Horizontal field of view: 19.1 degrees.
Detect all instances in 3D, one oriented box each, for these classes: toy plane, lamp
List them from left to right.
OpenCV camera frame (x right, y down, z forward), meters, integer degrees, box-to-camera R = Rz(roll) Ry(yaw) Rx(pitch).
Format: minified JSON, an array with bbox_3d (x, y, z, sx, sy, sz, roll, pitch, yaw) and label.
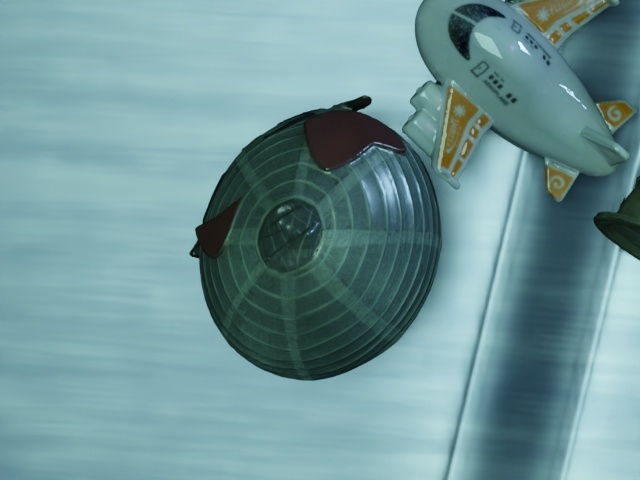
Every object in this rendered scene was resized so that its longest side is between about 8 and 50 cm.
[{"bbox_3d":[0.000,0.000,1.792,0.233,0.233,0.265,42,93,6],"label":"lamp"},{"bbox_3d":[0.191,-0.149,1.800,0.244,0.117,0.245,0,88,-9],"label":"toy plane"}]

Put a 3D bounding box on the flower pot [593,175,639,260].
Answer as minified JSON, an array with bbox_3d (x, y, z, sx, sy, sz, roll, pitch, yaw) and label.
[{"bbox_3d":[0.384,-0.057,1.746,0.212,0.212,0.203,25,87,8],"label":"flower pot"}]
